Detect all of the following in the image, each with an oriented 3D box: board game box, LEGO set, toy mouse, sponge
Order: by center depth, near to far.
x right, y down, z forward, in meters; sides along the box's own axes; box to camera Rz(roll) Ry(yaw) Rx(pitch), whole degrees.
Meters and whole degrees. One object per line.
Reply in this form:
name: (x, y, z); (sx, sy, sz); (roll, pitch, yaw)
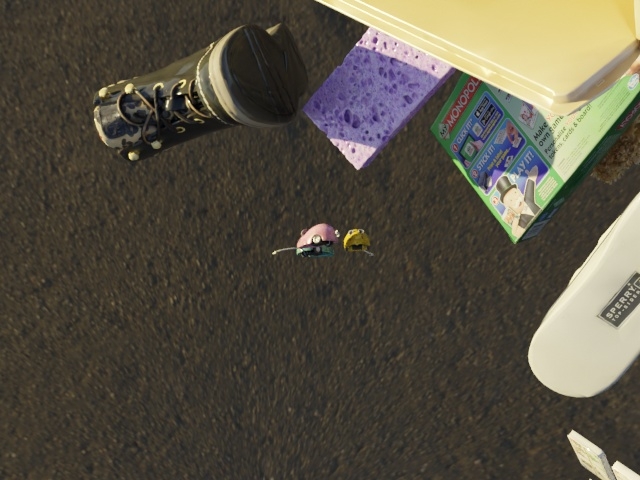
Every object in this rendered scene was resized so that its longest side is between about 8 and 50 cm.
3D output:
LEGO set: (0.411, 0.330, 1.031); (0.060, 0.244, 0.182); (-43, 39, -11)
board game box: (0.271, -0.173, 1.060); (0.046, 0.317, 0.213); (-16, 62, -31)
sponge: (0.080, -0.203, 1.091); (0.117, 0.210, 0.031); (49, 30, 10)
toy mouse: (0.000, 0.000, 1.244); (0.143, 0.161, 0.031); (-5, 78, 7)

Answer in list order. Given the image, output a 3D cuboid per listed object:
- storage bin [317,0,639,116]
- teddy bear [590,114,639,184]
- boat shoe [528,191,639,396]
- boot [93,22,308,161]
storage bin: (0.065, -0.227, 0.470); (0.260, 0.262, 0.123); (36, 80, 34)
teddy bear: (0.389, -0.248, 1.231); (0.113, 0.245, 0.338); (-4, 38, -25)
boat shoe: (0.260, 0.011, 0.643); (0.096, 0.267, 0.088); (34, 32, 7)
boot: (-0.179, -0.195, 1.180); (0.284, 0.377, 0.138); (-18, 108, 14)
